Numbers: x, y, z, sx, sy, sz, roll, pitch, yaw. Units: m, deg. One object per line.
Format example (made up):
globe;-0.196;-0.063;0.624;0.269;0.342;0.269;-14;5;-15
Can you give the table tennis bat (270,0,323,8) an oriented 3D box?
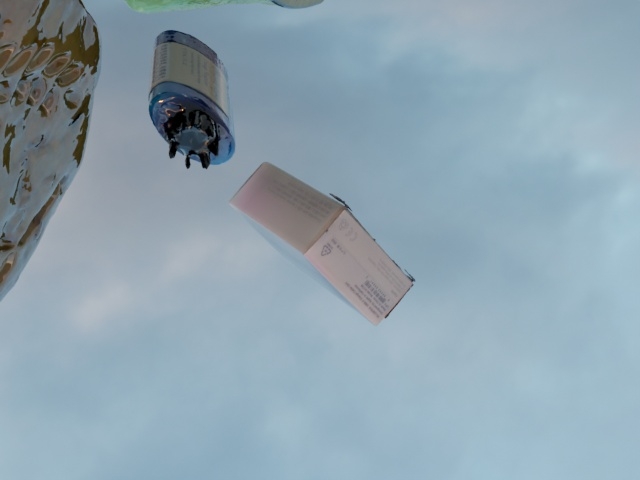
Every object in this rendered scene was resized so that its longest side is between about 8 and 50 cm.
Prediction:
table tennis bat;0.033;-0.312;0.918;0.044;0.215;0.329;43;-165;15

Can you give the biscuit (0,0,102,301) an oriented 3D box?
biscuit;-0.270;-0.045;0.702;0.046;0.359;0.359;28;-144;9

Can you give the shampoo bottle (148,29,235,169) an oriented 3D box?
shampoo bottle;-0.114;-0.124;0.841;0.050;0.087;0.183;-40;-150;18

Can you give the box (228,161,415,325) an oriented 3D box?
box;0.000;0.000;1.483;0.106;0.203;0.252;-49;-142;-5

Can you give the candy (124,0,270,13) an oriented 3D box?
candy;-0.115;-0.352;1.152;0.132;0.142;0.343;-12;-173;31
